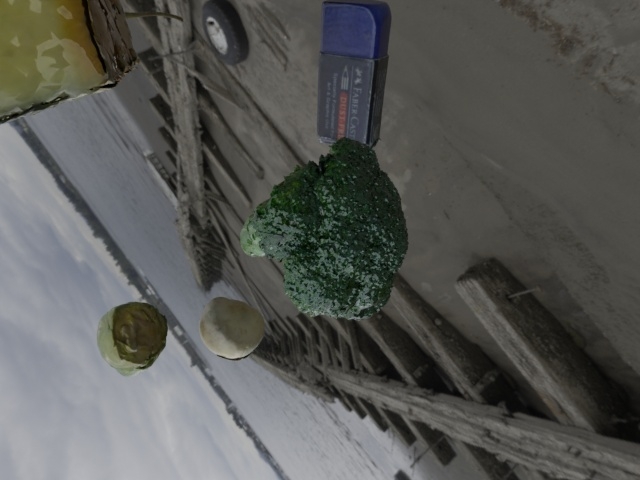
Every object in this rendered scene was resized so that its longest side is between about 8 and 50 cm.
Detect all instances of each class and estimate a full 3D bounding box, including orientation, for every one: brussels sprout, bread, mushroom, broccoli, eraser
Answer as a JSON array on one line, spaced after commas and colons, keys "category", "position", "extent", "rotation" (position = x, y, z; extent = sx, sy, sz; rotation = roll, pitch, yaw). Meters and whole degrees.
[{"category": "brussels sprout", "position": [-0.424, 0.216, 0.883], "extent": [0.149, 0.122, 0.151], "rotation": [51, -157, -15]}, {"category": "bread", "position": [-0.319, -0.252, 0.338], "extent": [0.279, 0.249, 0.315], "rotation": [56, 168, 48]}, {"category": "mushroom", "position": [-0.207, 0.201, 0.926], "extent": [0.154, 0.154, 0.122], "rotation": [50, 131, 9]}, {"category": "broccoli", "position": [0.000, 0.000, 0.585], "extent": [0.269, 0.254, 0.268], "rotation": [19, 125, 29]}, {"category": "eraser", "position": [0.078, -0.381, 0.959], "extent": [0.155, 0.101, 0.331], "rotation": [17, 128, 20]}]

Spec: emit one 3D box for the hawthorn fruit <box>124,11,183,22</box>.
[{"category": "hawthorn fruit", "position": [-0.357, -0.365, 0.675], "extent": [0.165, 0.286, 0.165], "rotation": [41, 151, 30]}]
